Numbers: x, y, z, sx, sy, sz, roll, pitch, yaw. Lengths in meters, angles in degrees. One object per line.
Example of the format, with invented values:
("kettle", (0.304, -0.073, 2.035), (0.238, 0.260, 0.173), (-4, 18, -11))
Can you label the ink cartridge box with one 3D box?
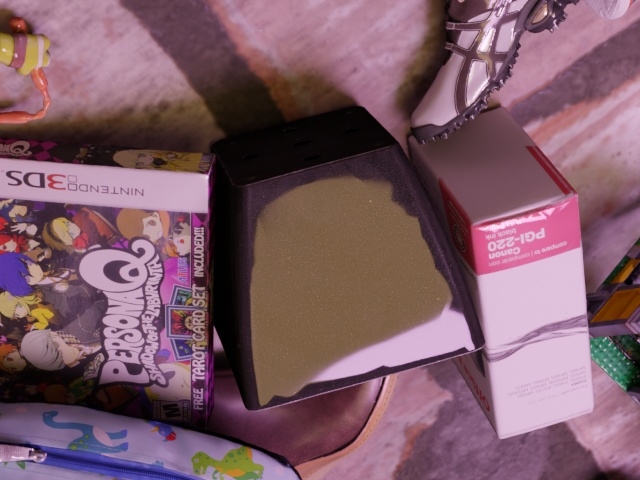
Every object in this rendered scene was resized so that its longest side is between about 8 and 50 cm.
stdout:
("ink cartridge box", (0.149, 0.027, 1.249), (0.092, 0.158, 0.218), (-18, 124, -7))

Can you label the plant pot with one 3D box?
("plant pot", (0.000, 0.000, 1.186), (0.188, 0.187, 0.167), (-16, 111, -7))

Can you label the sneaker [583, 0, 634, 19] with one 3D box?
("sneaker", (0.230, -0.252, 1.174), (0.065, 0.061, 0.158), (-29, 130, -31))

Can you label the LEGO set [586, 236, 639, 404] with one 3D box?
("LEGO set", (0.376, 0.079, 1.237), (0.255, 0.192, 0.331), (-39, 95, -15))

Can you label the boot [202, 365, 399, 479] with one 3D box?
("boot", (-0.064, 0.134, 1.294), (0.207, 0.090, 0.248), (20, 116, -28))

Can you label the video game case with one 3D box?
("video game case", (-0.186, 0.035, 1.184), (0.210, 0.042, 0.232), (5, 119, 4))

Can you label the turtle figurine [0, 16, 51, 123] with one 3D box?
("turtle figurine", (-0.294, -0.172, 1.038), (0.269, 0.087, 0.217), (11, 117, -22))

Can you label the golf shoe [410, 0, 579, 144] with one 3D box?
("golf shoe", (0.121, -0.166, 1.185), (0.094, 0.077, 0.198), (38, 108, -8))

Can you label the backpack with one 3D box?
("backpack", (-0.177, 0.250, 1.187), (0.355, 0.273, 0.290), (-2, 137, -8))
